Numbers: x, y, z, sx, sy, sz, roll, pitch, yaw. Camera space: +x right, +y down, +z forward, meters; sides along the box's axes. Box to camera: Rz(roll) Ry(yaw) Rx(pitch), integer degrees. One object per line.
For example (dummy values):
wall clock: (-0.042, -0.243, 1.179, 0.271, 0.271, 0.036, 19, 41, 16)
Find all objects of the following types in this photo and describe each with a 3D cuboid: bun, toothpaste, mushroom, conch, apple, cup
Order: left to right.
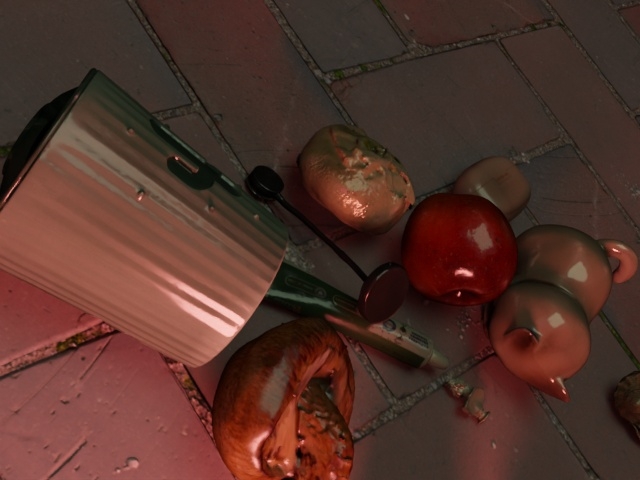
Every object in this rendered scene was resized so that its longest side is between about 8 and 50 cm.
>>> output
cup: (-0.266, -0.054, 1.435, 0.392, 0.310, 0.401, 35, 47, -17)
mushroom: (-0.052, 0.262, 1.425, 0.263, 0.195, 0.283, 46, 32, -56)
toothpaste: (0.061, 0.139, 1.697, 0.392, 0.061, 0.098, 27, 48, -13)
bun: (0.073, -0.120, 1.803, 0.239, 0.141, 0.239, 30, 28, -18)
apple: (0.260, 0.018, 1.813, 0.218, 0.218, 0.201, 11, 75, -29)
conch: (0.680, 0.345, 1.985, 0.207, 0.130, 0.155, 14, 84, -56)

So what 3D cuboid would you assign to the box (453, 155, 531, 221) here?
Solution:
box: (0.369, -0.104, 2.071, 0.146, 0.088, 0.200, 51, 44, 8)

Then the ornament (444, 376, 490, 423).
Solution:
ornament: (0.271, 0.288, 1.751, 0.068, 0.041, 0.092, -4, 61, -41)

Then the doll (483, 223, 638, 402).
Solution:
doll: (0.447, 0.122, 1.886, 0.370, 0.226, 0.215, -49, 124, -36)

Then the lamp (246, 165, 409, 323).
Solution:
lamp: (0.019, -0.024, 1.705, 0.130, 0.108, 0.371, -8, 52, -44)
